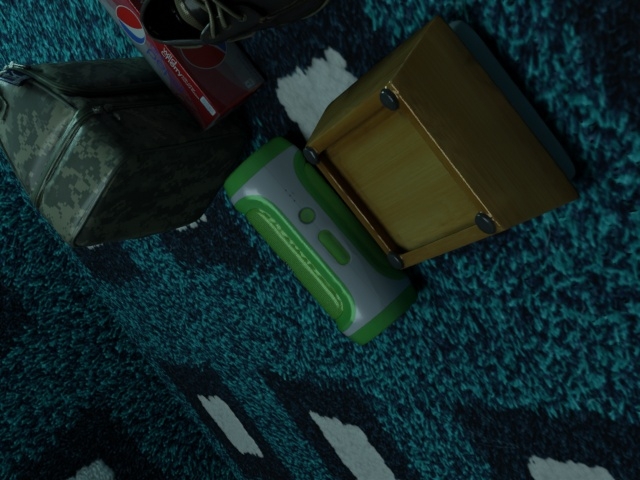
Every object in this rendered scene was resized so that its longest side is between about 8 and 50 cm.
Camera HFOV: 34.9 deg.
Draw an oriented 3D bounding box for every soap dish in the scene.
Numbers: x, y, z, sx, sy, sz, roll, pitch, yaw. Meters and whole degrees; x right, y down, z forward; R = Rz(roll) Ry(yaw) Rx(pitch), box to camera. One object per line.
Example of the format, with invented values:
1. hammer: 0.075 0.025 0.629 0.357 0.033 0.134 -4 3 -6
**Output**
1. soap dish: 0.115 -0.089 1.110 0.229 0.118 0.291 52 157 -5

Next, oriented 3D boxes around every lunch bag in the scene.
1. lunch bag: -0.301 -0.154 1.479 0.256 0.305 0.213 46 125 19

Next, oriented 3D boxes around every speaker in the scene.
1. speaker: 0.000 0.000 1.422 0.296 0.131 0.131 49 156 1

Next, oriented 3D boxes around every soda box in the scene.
1. soda box: -0.198 -0.284 1.384 0.263 0.092 0.083 51 156 -5

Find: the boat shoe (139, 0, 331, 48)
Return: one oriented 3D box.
1. boat shoe: -0.103 -0.282 1.184 0.132 0.130 0.355 56 155 -15
